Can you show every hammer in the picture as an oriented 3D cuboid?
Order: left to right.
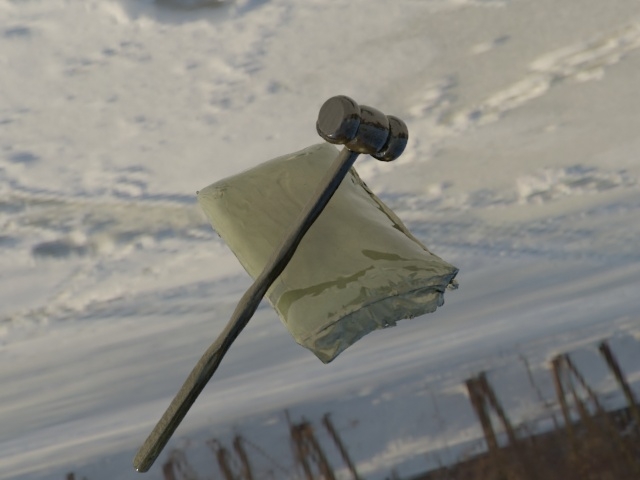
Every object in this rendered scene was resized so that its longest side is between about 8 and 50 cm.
[{"bbox_3d":[-0.045,0.038,0.730,0.058,0.029,0.292,16,116,-43],"label":"hammer"}]

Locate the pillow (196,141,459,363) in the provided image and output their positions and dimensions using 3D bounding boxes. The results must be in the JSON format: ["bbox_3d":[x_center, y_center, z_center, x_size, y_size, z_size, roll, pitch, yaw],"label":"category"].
[{"bbox_3d":[0.000,0.000,0.793,0.119,0.208,0.053,-17,127,-20],"label":"pillow"}]
